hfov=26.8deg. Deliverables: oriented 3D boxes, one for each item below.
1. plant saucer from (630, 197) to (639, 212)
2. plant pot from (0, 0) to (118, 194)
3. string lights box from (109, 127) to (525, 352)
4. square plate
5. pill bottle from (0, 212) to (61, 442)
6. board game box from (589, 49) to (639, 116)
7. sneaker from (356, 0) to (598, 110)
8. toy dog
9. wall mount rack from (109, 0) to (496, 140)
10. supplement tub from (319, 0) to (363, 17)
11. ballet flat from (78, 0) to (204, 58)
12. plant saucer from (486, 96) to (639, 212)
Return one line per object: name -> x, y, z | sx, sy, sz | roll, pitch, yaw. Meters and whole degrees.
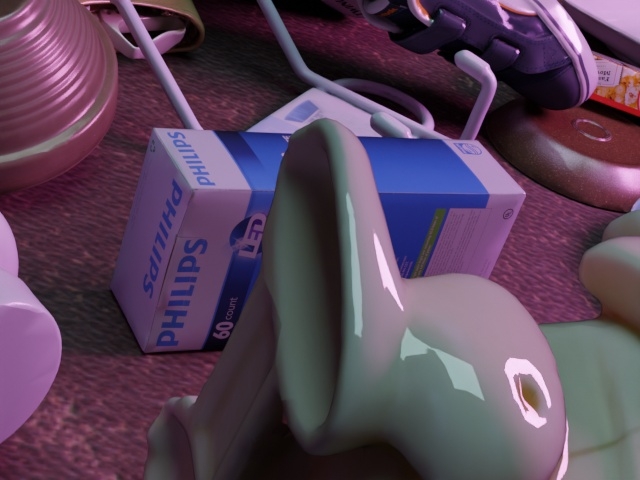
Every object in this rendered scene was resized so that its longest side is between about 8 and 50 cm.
plant saucer -> 0.409, 0.056, 1.167 | 0.317, 0.044, 0.318 | 14, 32, -9
plant pot -> -0.264, -0.151, 0.980 | 0.237, 0.110, 0.237 | 7, 47, -7
string lights box -> 0.000, 0.000, 0.928 | 0.259, 0.133, 0.077 | 0, 36, -31
square plate -> 0.511, -0.219, 1.658 | 0.347, 0.049, 0.344 | -15, 45, -45
pill bottle -> -0.267, 0.003, 0.752 | 0.152, 0.152, 0.272 | -15, 45, -44
board game box -> 0.311, -0.168, 1.424 | 0.193, 0.045, 0.147 | 20, 13, 0
sneaker -> 0.122, -0.219, 1.264 | 0.321, 0.126, 0.127 | 46, 70, -15
toy dog -> 0.160, 0.151, 0.644 | 0.407, 0.285, 0.395 | 9, 33, -22
wall mount rack -> -0.024, -0.144, 1.149 | 0.304, 0.130, 0.350 | 28, 31, 13
supplement tub -> -0.023, -0.375, 1.340 | 0.338, 0.207, 0.207 | 21, 21, -48
ballet flat -> -0.195, -0.191, 1.182 | 0.232, 0.080, 0.073 | -16, 60, -43
plant saucer -> 0.264, -0.097, 1.333 | 0.198, 0.036, 0.199 | 15, 31, -9
